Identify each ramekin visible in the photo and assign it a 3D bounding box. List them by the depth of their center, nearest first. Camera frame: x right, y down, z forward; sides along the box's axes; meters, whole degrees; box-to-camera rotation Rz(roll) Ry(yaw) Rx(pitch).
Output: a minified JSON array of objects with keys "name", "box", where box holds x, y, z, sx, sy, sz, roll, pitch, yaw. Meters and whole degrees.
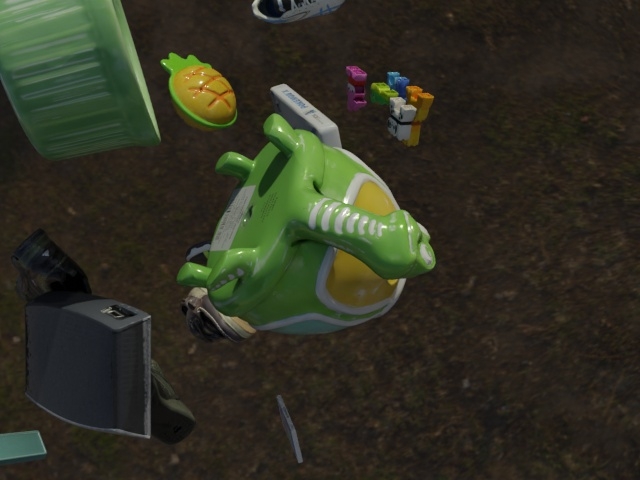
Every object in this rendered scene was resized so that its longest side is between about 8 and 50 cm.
[{"name":"ramekin","box":[-0.317,-0.247,1.121,0.148,0.303,0.303,-17,81,-6]}]

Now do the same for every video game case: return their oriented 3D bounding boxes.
[{"name":"video game case","box":[-0.002,-0.077,1.513,0.300,0.036,0.329,-129,25,-62]},{"name":"video game case","box":[-0.064,0.385,1.823,0.122,0.011,0.087,-124,21,-59]}]

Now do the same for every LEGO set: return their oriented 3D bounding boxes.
[{"name":"LEGO set","box":[0.120,-0.206,1.440,0.227,0.087,0.093,-128,38,-56]}]

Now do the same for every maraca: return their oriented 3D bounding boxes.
[{"name":"maraca","box":[-0.218,-0.270,1.598,0.099,0.127,0.186,-50,56,35]}]

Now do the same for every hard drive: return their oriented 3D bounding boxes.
[{"name":"hard drive","box":[-0.309,0.157,1.152,0.254,0.054,0.172,6,97,45]}]

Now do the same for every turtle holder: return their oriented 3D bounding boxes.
[{"name":"turtle holder","box":[-0.001,-0.012,1.047,0.320,0.227,0.243,-42,31,45]}]

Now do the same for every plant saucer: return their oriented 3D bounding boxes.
[{"name":"plant saucer","box":[-0.633,0.423,1.819,0.018,0.192,0.067,-32,72,16]}]

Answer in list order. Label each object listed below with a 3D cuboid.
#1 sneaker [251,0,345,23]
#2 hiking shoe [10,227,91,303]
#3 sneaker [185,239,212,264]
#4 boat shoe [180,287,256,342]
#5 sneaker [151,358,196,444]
[{"name":"sneaker","box":[-0.044,-0.516,1.919,0.237,0.086,0.085,-5,111,35]},{"name":"hiking shoe","box":[-0.417,0.075,1.399,0.114,0.227,0.086,39,67,10]},{"name":"sneaker","box":[-0.148,0.049,1.724,0.234,0.084,0.097,-1,83,6]},{"name":"boat shoe","box":[-0.192,0.138,1.586,0.092,0.285,0.103,-45,111,-6]},{"name":"sneaker","box":[-0.293,0.229,1.392,0.087,0.227,0.130,-46,51,-6]}]
